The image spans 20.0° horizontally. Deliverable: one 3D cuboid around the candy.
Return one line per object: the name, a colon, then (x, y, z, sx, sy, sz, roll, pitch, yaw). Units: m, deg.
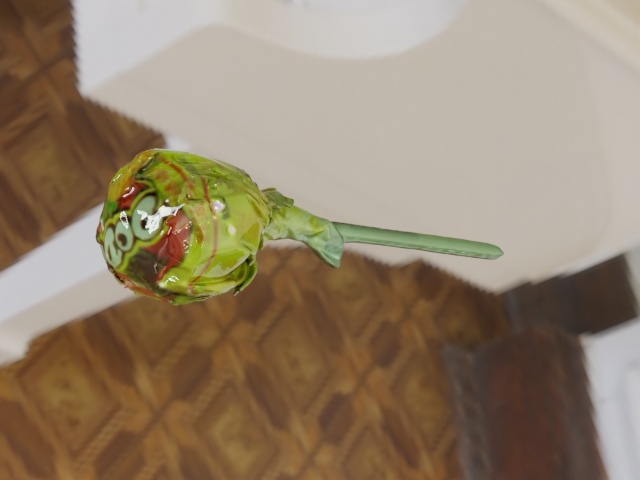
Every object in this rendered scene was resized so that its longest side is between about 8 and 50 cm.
candy: (0.000, 0.000, 0.435, 0.123, 0.035, 0.035, 5, 103, -43)
